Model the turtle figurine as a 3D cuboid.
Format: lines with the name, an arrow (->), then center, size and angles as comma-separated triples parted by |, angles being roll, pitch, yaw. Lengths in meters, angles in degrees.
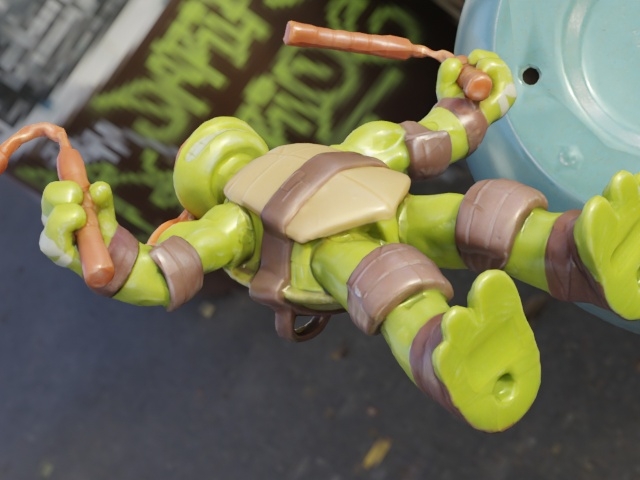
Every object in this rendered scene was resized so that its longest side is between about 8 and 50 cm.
turtle figurine -> 0.000, 0.000, 0.704 | 0.217, 0.269, 0.087 | 24, 125, 45

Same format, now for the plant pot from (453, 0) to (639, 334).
plant pot -> 0.204, -0.089, 1.065 | 0.293, 0.293, 0.235 | -53, -14, 8
